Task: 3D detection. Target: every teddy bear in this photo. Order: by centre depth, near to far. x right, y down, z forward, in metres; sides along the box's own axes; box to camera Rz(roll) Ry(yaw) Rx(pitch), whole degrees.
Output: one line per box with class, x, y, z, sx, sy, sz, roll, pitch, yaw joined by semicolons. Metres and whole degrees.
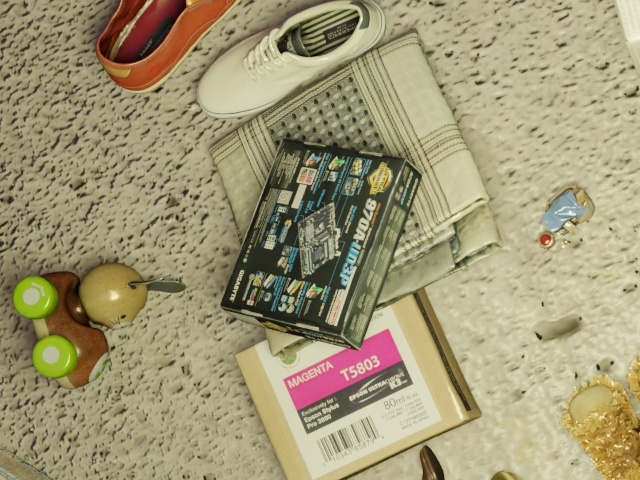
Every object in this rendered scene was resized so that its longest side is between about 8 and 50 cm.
teddy bear;0.402;0.280;1.683;0.245;0.113;0.338;-42;70;-1

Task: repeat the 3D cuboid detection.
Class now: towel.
towel;0.030;-0.059;1.795;0.312;0.056;0.324;-28;60;14

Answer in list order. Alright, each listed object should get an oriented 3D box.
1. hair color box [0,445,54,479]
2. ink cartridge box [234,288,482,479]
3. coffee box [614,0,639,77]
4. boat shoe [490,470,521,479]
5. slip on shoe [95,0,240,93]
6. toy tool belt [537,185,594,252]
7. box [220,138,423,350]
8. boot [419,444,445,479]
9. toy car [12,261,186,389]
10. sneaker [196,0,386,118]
hair color box;-0.462;0.442;1.941;0.174;0.105;0.347;28;94;18
ink cartridge box;0.043;0.171;1.806;0.235;0.088;0.193;-28;79;15
coffee box;0.450;-0.365;1.550;0.334;0.337;0.338;-14;81;15
boat shoe;0.252;0.329;1.753;0.153;0.048;0.056;53;137;19
slip on shoe;-0.164;-0.329;1.902;0.123;0.101;0.331;41;97;18
toy tool belt;0.279;-0.026;1.762;0.052;0.051;0.083;44;100;16
box;0.000;0.000;1.732;0.175;0.051;0.220;11;75;34
boot;0.095;0.308;1.808;0.114;0.037;0.106;-20;81;20
toy car;-0.260;0.088;1.887;0.188;0.155;0.149;-21;80;3
sneaker;-0.047;-0.231;1.861;0.258;0.091;0.094;-28;78;14
